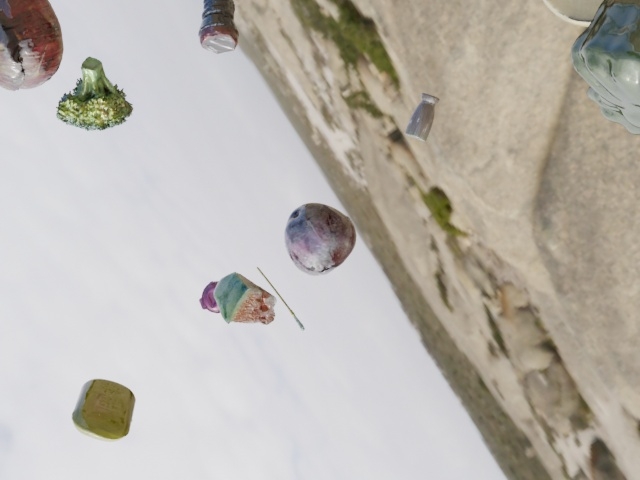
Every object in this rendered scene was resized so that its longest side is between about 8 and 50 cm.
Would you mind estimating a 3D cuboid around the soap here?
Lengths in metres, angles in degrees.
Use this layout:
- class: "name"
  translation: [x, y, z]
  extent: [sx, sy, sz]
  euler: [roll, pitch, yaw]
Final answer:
- class: "soap"
  translation: [-0.328, 0.255, 1.272]
  extent: [0.089, 0.045, 0.140]
  euler: [17, -163, -12]

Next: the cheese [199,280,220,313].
- class: "cheese"
  translation: [-0.282, 0.154, 2.409]
  extent: [0.095, 0.145, 0.038]
  euler: [65, -175, 10]

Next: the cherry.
- class: "cherry"
  translation: [-0.008, -0.007, 2.193]
  extent: [0.195, 0.195, 0.195]
  euler: [56, -176, -5]

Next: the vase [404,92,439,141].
- class: "vase"
  translation: [0.231, -0.278, 1.877]
  extent: [0.053, 0.101, 0.053]
  euler: [20, -174, -2]

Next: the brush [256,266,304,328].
- class: "brush"
  translation: [-0.105, 0.149, 2.167]
  extent: [0.205, 0.011, 0.083]
  euler: [53, 175, 9]

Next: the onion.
- class: "onion"
  translation: [-0.681, -0.449, 1.831]
  extent: [0.246, 0.190, 0.246]
  euler: [25, 129, 36]

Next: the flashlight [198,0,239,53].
- class: "flashlight"
  translation: [-0.221, -0.525, 1.799]
  extent: [0.093, 0.093, 0.232]
  euler: [46, -140, -71]

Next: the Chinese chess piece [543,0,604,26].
- class: "Chinese chess piece"
  translation: [0.578, -0.578, 1.755]
  extent: [0.250, 0.249, 0.103]
  euler: [56, -152, 2]

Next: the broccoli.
- class: "broccoli"
  translation: [-0.596, -0.387, 2.171]
  extent: [0.194, 0.219, 0.194]
  euler: [28, 138, 29]

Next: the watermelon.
- class: "watermelon"
  translation: [-0.160, 0.143, 1.875]
  extent: [0.158, 0.098, 0.121]
  euler: [38, -161, -12]

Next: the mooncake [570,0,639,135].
- class: "mooncake"
  translation: [0.636, -0.295, 1.520]
  extent: [0.351, 0.187, 0.351]
  euler: [31, 177, 2]
